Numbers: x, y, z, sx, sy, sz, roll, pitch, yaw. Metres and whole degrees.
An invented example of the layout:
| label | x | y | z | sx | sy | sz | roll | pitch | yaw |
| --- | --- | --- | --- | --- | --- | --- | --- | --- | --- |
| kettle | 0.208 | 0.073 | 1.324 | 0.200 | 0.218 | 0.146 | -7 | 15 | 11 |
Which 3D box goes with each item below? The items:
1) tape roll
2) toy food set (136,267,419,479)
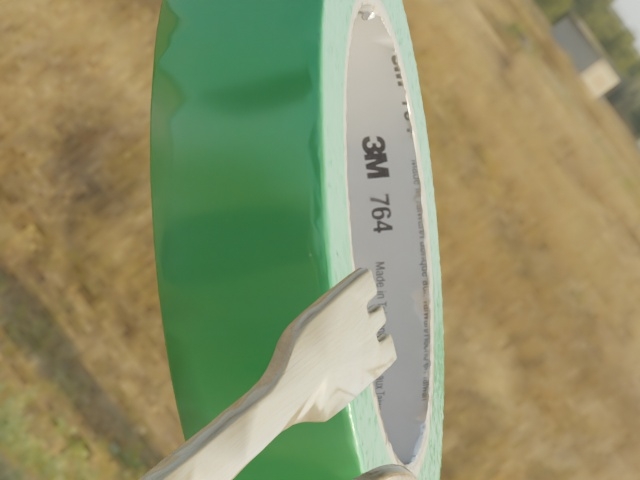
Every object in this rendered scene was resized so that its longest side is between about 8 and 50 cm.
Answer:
| label | x | y | z | sx | sy | sz | roll | pitch | yaw |
| --- | --- | --- | --- | --- | --- | --- | --- | --- | --- |
| tape roll | 0.000 | 0.000 | 0.859 | 0.321 | 0.077 | 0.321 | -6 | 90 | -78 |
| toy food set | 0.013 | 0.119 | 0.421 | 0.038 | 0.132 | 0.192 | 11 | -49 | 43 |
